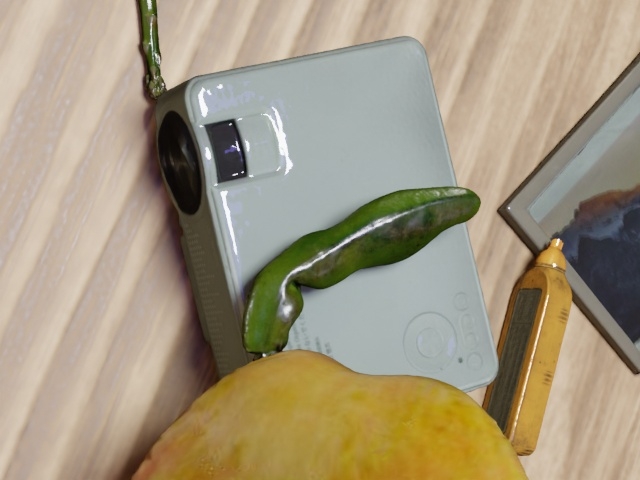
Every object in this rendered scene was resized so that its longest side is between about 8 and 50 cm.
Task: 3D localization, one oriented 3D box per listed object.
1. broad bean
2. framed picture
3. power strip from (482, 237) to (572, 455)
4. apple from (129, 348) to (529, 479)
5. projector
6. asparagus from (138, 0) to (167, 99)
[{"bbox_3d":[0.018,0.011,0.917,0.195,0.046,0.061,-39,114,-16],"label":"broad bean"},{"bbox_3d":[0.288,-0.046,1.163,0.192,0.018,0.265,48,70,-15],"label":"framed picture"},{"bbox_3d":[0.161,0.084,1.078,0.028,0.049,0.178,20,80,-23],"label":"power strip"},{"bbox_3d":[0.014,0.244,0.882,0.252,0.314,0.309,-55,151,-55],"label":"apple"},{"bbox_3d":[0.000,0.000,0.989,0.192,0.099,0.256,-15,93,-25],"label":"projector"},{"bbox_3d":[-0.122,-0.161,0.991,0.015,0.018,0.127,-7,88,11],"label":"asparagus"}]
